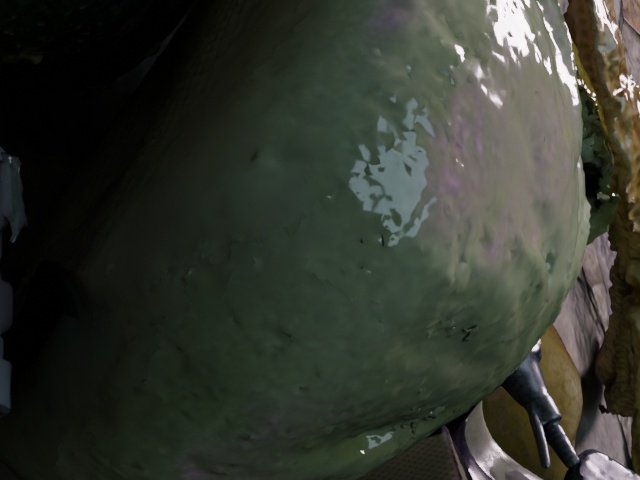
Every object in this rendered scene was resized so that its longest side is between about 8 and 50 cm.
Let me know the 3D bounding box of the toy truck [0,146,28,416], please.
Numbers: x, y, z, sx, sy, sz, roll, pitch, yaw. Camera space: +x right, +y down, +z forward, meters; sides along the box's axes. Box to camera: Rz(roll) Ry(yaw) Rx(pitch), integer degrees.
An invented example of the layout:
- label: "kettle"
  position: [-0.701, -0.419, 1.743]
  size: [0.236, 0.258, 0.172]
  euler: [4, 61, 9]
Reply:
- label: "toy truck"
  position: [-0.209, -0.028, 0.329]
  size: [0.268, 0.124, 0.155]
  euler: [26, 56, -49]

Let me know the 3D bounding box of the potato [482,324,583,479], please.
- label: "potato"
  position: [0.072, 0.077, 0.714]
  size: [0.200, 0.137, 0.155]
  euler: [54, 11, -34]

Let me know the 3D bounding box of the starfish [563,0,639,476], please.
- label: "starfish"
  position: [0.214, -0.038, 0.899]
  size: [0.324, 0.082, 0.432]
  euler: [-76, 153, -71]

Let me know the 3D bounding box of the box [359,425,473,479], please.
- label: "box"
  position: [0.018, 0.251, 0.527]
  size: [0.084, 0.198, 0.310]
  euler: [-97, 165, -70]

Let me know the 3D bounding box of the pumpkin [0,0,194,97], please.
- label: "pumpkin"
  position: [-0.112, -0.153, 0.476]
  size: [0.190, 0.146, 0.190]
  euler: [14, 90, -83]

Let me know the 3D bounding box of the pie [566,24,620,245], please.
- label: "pie"
  position: [0.069, -0.143, 0.721]
  size: [0.355, 0.103, 0.288]
  euler: [49, 18, -43]

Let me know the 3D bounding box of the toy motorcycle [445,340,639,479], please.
- label: "toy motorcycle"
  position: [0.109, 0.120, 0.566]
  size: [0.091, 0.263, 0.157]
  euler: [-38, 158, -47]

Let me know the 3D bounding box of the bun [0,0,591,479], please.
- label: "bun"
  position: [0.000, 0.000, 0.482]
  size: [0.179, 0.283, 0.283]
  euler: [37, 49, -16]
